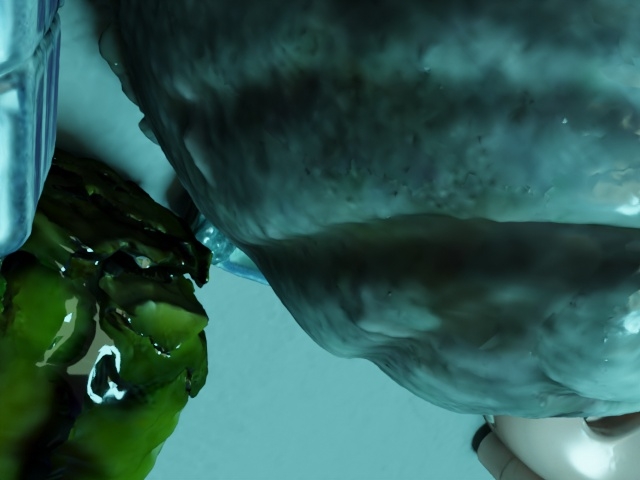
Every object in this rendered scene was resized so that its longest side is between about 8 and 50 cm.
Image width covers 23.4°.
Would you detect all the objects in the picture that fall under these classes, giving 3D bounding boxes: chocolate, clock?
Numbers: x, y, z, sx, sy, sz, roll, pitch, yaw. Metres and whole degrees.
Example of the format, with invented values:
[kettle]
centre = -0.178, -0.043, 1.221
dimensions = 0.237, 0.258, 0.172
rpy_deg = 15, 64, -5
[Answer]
[chocolate]
centre = 0.086, -0.041, 0.567
dimensions = 0.303, 0.213, 0.303
rpy_deg = -16, 143, -12
[clock]
centre = 0.162, 0.069, 0.895
dimensions = 0.166, 0.093, 0.162
rpy_deg = -26, 129, -18

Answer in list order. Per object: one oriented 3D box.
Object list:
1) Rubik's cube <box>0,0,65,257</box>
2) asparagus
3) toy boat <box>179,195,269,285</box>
[Rubik's cube]
centre = -0.199, -0.097, 0.393
dimensions = 0.319, 0.264, 0.319
rpy_deg = -19, 129, -25
[asparagus]
centre = -0.159, 0.143, 0.703
dimensions = 0.128, 0.108, 0.382
rpy_deg = 6, 117, -46
[toy boat]
centre = 0.000, 0.000, 0.746
dimensions = 0.140, 0.066, 0.059
rpy_deg = 11, 109, -41
